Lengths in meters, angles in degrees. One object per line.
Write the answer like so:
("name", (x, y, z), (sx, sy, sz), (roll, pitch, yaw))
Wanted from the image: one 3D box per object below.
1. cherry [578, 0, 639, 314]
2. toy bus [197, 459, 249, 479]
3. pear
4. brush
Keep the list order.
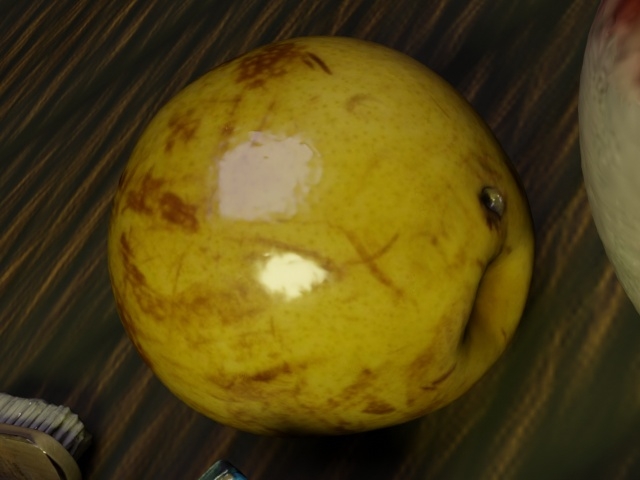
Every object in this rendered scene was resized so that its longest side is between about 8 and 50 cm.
("cherry", (0.286, -0.057, 0.492), (0.292, 0.326, 0.335), (-5, 16, 30))
("toy bus", (-0.012, 0.207, 0.535), (0.106, 0.184, 0.090), (25, 70, 43))
("pear", (0.000, 0.000, 0.662), (0.281, 0.280, 0.280), (-19, 44, 19))
("brush", (-0.319, 0.168, 0.881), (0.328, 0.070, 0.065), (-1, 34, 36))
